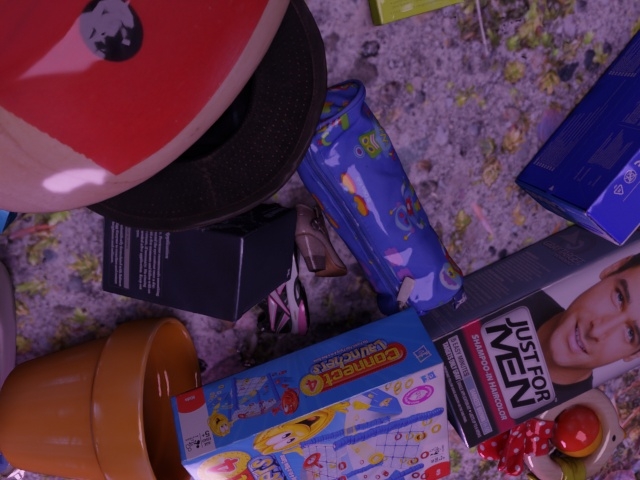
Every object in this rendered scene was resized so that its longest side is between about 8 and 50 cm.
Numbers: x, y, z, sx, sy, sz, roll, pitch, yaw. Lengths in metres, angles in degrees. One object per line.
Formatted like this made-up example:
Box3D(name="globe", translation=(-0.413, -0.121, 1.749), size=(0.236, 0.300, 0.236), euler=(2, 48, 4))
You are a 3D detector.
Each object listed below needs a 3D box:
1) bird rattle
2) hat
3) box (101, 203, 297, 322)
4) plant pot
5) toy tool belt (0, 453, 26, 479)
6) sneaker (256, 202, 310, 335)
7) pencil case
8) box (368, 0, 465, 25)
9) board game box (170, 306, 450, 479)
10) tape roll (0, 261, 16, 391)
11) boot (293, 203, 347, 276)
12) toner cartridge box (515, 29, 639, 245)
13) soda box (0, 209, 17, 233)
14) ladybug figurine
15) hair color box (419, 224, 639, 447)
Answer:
Box3D(name="bird rattle", translation=(0.358, 0.304, 0.965), size=(0.207, 0.143, 0.253), euler=(-43, 98, -9))
Box3D(name="hat", translation=(-0.155, -0.161, 0.665), size=(0.332, 0.134, 0.331), euler=(0, 86, 3))
Box3D(name="box", translation=(-0.127, 0.008, 0.694), size=(0.158, 0.156, 0.093), euler=(11, 106, 15))
Box3D(name="plant pot", translation=(-0.261, 0.199, 0.747), size=(0.188, 0.205, 0.205), euler=(-5, 109, 6))
Box3D(name="toy tool belt", translation=(-0.390, 0.264, 0.805), size=(0.051, 0.052, 0.083), euler=(26, 100, -27))
Box3D(name="sneaker", translation=(-0.063, 0.044, 0.796), size=(0.077, 0.072, 0.178), euler=(-8, 104, 2))
Box3D(name="pencil case", translation=(0.063, -0.037, 0.763), size=(0.119, 0.133, 0.306), euler=(-21, 113, 26))
Box3D(name="box", translation=(0.094, -0.348, 0.713), size=(0.109, 0.042, 0.178), euler=(-18, 110, -7))
Box3D(name="board game box", translation=(0.008, 0.255, 0.804), size=(0.302, 0.086, 0.308), euler=(-20, 136, -5))
Box3D(name="tape roll", translation=(-0.435, 0.136, 0.652), size=(0.169, 0.246, 0.246), euler=(3, 107, -12))
Box3D(name="boot", translation=(0.000, 0.000, 0.800), size=(0.042, 0.118, 0.086), euler=(-15, 76, 16))
Box3D(name="toner cartridge box", translation=(0.414, -0.170, 0.775), size=(0.075, 0.165, 0.348), euler=(36, 98, -20))
Box3D(name="soda box", translation=(-0.430, -0.084, 0.675), size=(0.210, 0.067, 0.071), euler=(22, 102, -17))
Box3D(name="ladybug figurine", translation=(-0.192, -0.229, 0.524), size=(0.305, 0.162, 0.449), euler=(34, 89, 5))
Box3D(name="hair color box", translation=(0.323, 0.110, 0.874), size=(0.375, 0.113, 0.185), euler=(-25, 111, -4))
